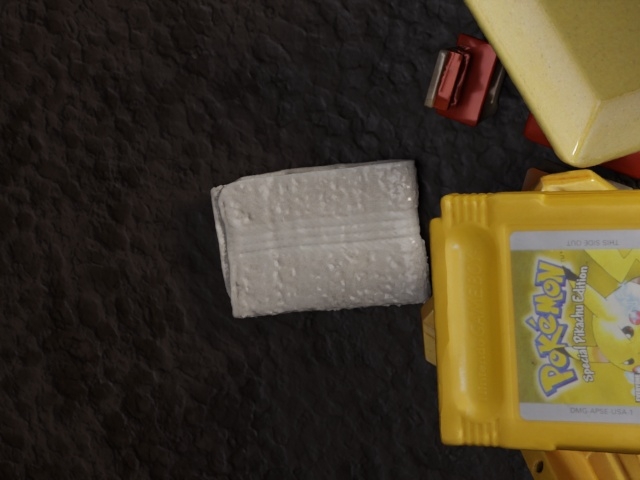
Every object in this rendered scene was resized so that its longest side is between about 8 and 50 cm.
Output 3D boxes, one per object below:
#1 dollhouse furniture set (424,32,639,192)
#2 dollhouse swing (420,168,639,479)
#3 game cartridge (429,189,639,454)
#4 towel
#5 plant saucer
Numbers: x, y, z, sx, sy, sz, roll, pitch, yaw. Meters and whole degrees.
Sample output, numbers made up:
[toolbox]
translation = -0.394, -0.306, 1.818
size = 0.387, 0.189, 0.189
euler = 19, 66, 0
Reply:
[dollhouse furniture set]
translation = 0.265, -0.150, 1.853
size = 0.259, 0.135, 0.262
euler = 21, 107, 18
[dollhouse swing]
translation = 0.327, 0.152, 1.774
size = 0.347, 0.305, 0.315
euler = -48, 37, 22
[game cartridge]
translation = 0.277, 0.088, 1.726
size = 0.323, 0.052, 0.285
euler = -1, 98, 23
[towel]
translation = 0.000, 0.000, 2.040
size = 0.282, 0.049, 0.187
euler = -5, 99, 22
[plant saucer]
translation = 0.322, -0.263, 1.644
size = 0.332, 0.081, 0.333
euler = -17, 115, 41
